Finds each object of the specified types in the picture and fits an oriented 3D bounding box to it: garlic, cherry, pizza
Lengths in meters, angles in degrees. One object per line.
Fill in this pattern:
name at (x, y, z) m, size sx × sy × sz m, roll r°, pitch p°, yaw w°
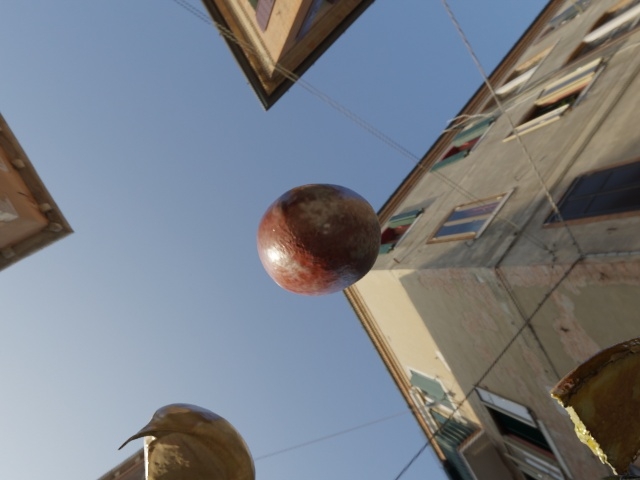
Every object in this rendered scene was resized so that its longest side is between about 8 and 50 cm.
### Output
garlic at (-0.175, 0.318, 0.625) m, size 0.164 × 0.145 × 0.245 m, roll -24°, pitch -59°, yaw -43°
cherry at (0.000, 0.000, 0.883) m, size 0.236 × 0.285 × 0.213 m, roll -43°, pitch -106°, yaw -2°
pizza at (0.530, 0.271, 0.791) m, size 0.322 × 0.089 × 0.223 m, roll -15°, pitch -78°, yaw -14°

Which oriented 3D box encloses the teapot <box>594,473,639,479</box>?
teapot at (0.330, 0.362, 0.516) m, size 0.182 × 0.173 × 0.270 m, roll 25°, pitch -71°, yaw -21°
